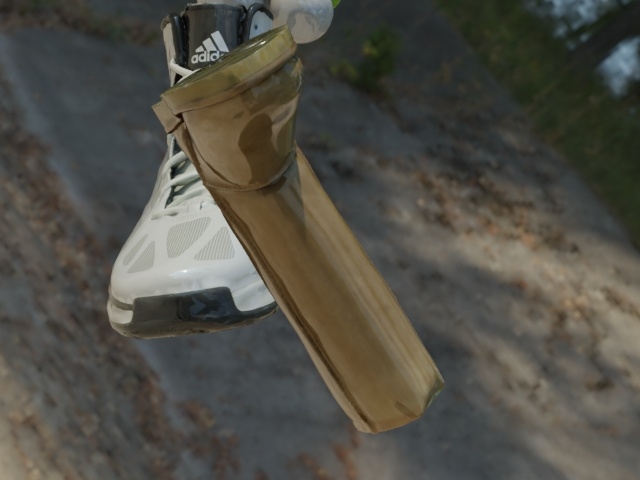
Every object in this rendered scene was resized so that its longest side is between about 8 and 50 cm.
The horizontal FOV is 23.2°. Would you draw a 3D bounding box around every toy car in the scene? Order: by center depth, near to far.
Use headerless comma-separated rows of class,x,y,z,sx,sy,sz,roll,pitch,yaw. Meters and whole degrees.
toy car,-0.058,-0.317,1.773,0.159,0.182,0.136,-96,-163,-53

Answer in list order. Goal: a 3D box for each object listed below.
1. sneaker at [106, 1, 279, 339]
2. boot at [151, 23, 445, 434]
sneaker,-0.122,-0.083,1.456,0.447,0.169,0.258,-79,162,-72
boot,0.000,0.000,1.019,0.269,0.089,0.236,59,-8,-5
